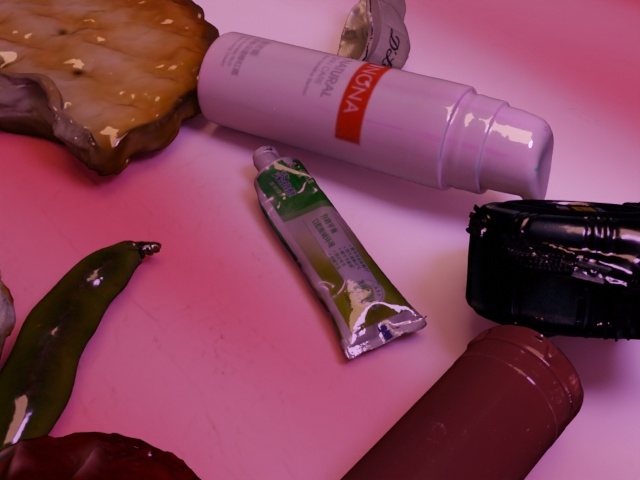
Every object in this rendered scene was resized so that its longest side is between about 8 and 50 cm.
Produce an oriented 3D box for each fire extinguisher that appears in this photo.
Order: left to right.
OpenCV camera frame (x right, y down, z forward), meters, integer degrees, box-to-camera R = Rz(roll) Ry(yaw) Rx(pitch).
[{"bbox_3d":[0.076,0.169,0.636,0.105,0.104,0.269,33,51,25],"label":"fire extinguisher"}]

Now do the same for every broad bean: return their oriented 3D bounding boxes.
[{"bbox_3d":[-0.204,0.077,0.744,0.065,0.046,0.254,23,46,0],"label":"broad bean"}]

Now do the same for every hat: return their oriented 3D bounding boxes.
[{"bbox_3d":[0.061,-0.220,1.005,0.081,0.122,0.166,26,20,0],"label":"hat"}]

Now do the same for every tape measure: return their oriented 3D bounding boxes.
[{"bbox_3d":[0.207,0.023,0.759,0.186,0.112,0.199,5,6,6],"label":"tape measure"}]

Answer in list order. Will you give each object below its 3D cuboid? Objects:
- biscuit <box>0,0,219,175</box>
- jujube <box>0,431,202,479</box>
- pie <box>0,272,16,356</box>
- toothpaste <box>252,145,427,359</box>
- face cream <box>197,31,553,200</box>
[{"bbox_3d":[-0.263,-0.179,0.978,0.330,0.078,0.335,-4,46,-12],"label":"biscuit"},{"bbox_3d":[-0.130,0.264,0.422,0.259,0.258,0.376,-4,40,-8],"label":"jujube"},{"bbox_3d":[-0.365,0.073,0.691,0.274,0.105,0.257,-32,52,-30],"label":"pie"},{"bbox_3d":[0.000,0.000,0.839,0.078,0.046,0.248,-21,53,-18],"label":"toothpaste"},{"bbox_3d":[0.051,-0.117,0.893,0.346,0.101,0.102,17,46,22],"label":"face cream"}]
